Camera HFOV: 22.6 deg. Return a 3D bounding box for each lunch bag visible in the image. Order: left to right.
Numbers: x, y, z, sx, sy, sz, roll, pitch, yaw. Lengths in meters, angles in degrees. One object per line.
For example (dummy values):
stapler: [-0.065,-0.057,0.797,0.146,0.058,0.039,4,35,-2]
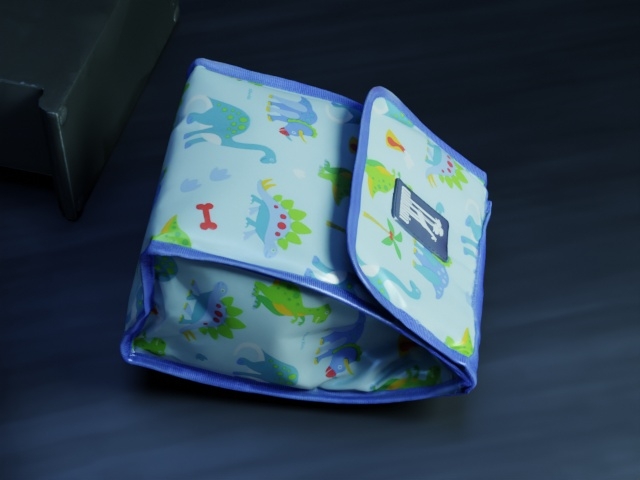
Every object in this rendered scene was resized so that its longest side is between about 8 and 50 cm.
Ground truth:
lunch bag: [0.000,0.000,0.702,0.151,0.096,0.129,15,45,-6]

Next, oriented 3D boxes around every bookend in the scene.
bookend: [-0.170,-0.103,0.802,0.156,0.072,0.157,10,49,10]
